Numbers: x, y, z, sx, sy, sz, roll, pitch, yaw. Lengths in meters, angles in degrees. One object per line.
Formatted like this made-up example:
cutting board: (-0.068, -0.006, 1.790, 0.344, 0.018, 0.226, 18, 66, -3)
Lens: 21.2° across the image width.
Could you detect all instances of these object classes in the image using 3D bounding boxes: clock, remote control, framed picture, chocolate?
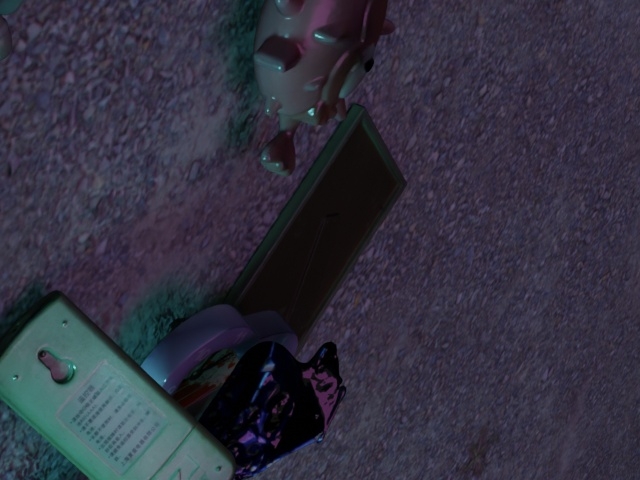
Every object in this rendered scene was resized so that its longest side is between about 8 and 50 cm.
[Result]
clock: (-0.119, 0.125, 1.613, 0.172, 0.064, 0.198, -49, 155, 15)
remote control: (-0.174, 0.150, 1.429, 0.233, 0.038, 0.098, 46, 74, -21)
framed picture: (0.000, 0.000, 1.767, 0.250, 0.016, 0.184, -57, 153, -10)
chocolate: (-0.114, 0.203, 1.538, 0.343, 0.126, 0.148, -39, 114, -9)

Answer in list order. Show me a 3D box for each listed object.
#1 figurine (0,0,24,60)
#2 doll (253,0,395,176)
figurine: (-0.243, -0.172, 1.079, 0.126, 0.147, 0.192, -61, 179, -46)
doll: (-0.001, -0.182, 1.517, 0.211, 0.093, 0.262, 0, 111, -67)
